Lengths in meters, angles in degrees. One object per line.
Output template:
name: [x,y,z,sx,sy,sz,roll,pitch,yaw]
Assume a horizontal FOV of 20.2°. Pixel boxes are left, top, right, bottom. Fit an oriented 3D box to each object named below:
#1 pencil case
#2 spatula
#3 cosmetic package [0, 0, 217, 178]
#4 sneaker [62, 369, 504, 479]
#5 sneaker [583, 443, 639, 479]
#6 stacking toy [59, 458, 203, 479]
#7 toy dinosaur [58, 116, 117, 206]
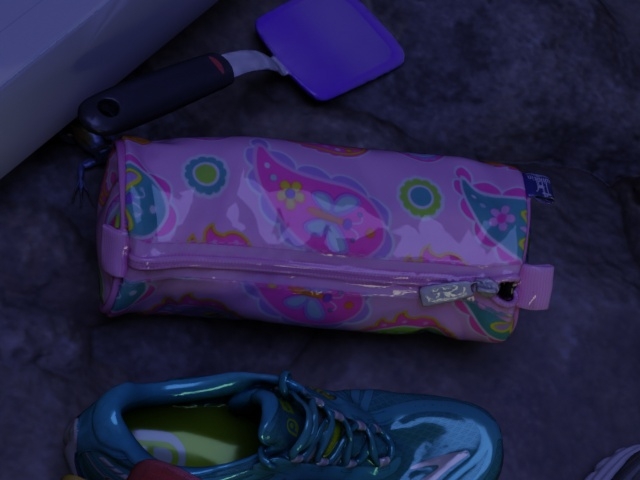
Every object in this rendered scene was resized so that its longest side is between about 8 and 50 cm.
pencil case: [0.000,0.000,1.145,0.284,0.124,0.124,6,64,-11]
spatula: [-0.054,-0.115,1.195,0.084,0.030,0.296,51,38,13]
cosmetic package: [-0.247,-0.192,1.165,0.284,0.097,0.377,37,61,20]
sneaker: [-0.015,0.129,1.087,0.275,0.110,0.107,2,65,-14]
sneaker: [0.169,0.224,1.090,0.100,0.108,0.271,33,63,1]
stacking toy: [-0.052,0.250,0.934,0.279,0.309,0.130,41,70,-4]
toy dinosaur: [-0.144,-0.069,1.190,0.082,0.047,0.090,29,49,-20]
